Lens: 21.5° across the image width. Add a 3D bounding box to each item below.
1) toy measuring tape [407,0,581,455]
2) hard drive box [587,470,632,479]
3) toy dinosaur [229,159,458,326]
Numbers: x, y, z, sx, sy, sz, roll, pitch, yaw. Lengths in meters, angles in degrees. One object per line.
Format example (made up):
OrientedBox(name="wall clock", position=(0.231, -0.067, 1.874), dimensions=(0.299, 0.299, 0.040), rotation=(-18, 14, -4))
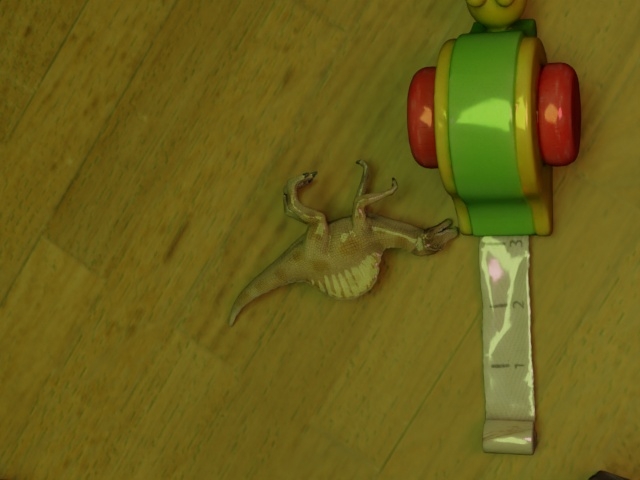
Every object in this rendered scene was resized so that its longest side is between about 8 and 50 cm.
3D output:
OrientedBox(name="toy measuring tape", position=(0.115, -0.019, 1.117), dimensions=(0.121, 0.121, 0.330), rotation=(0, 89, 16))
OrientedBox(name="hard drive box", position=(0.173, 0.276, 1.061), dimensions=(0.089, 0.181, 0.232), rotation=(16, 93, 16))
OrientedBox(name="toy dinosaur", position=(0.000, 0.000, 1.182), dimensions=(0.183, 0.053, 0.093), rotation=(-18, 86, 15))
